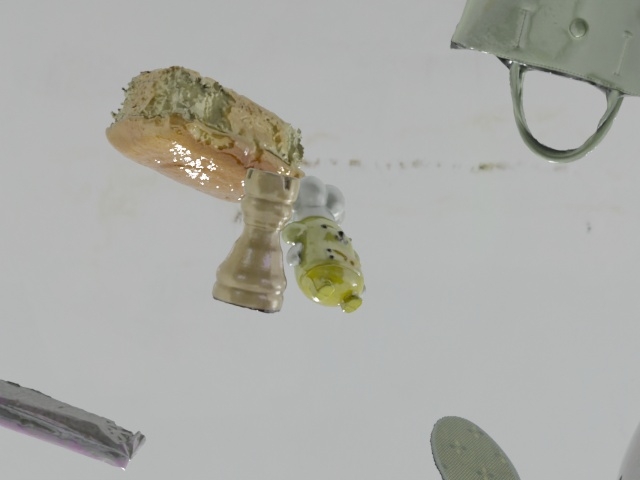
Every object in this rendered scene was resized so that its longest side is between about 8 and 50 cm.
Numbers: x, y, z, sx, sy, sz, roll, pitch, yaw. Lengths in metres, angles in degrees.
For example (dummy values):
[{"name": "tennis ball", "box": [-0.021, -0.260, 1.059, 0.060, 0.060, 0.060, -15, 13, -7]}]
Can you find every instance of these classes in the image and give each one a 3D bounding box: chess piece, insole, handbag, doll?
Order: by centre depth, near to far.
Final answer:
[{"name": "chess piece", "box": [-0.052, -0.001, 0.918, 0.066, 0.066, 0.122, 15, -86, 5]}, {"name": "handbag", "box": [0.247, -0.225, 0.938, 0.241, 0.109, 0.315, 23, -78, 26]}, {"name": "doll", "box": [0.000, 0.000, 1.041, 0.062, 0.106, 0.162, -40, -136, 25]}, {"name": "insole", "box": [0.193, 0.302, 1.158, 0.109, 0.007, 0.322, 10, -153, -12]}]

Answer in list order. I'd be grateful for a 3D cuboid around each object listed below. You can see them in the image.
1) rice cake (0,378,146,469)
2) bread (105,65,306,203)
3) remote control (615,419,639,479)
[{"name": "rice cake", "box": [-0.341, 0.210, 1.217, 0.270, 0.055, 0.049, 20, -68, -6]}, {"name": "bread", "box": [-0.136, -0.124, 1.276, 0.174, 0.245, 0.121, 8, -105, 46]}, {"name": "remote control", "box": [0.255, 0.197, 0.716, 0.104, 0.332, 0.221, 23, -124, 23]}]
